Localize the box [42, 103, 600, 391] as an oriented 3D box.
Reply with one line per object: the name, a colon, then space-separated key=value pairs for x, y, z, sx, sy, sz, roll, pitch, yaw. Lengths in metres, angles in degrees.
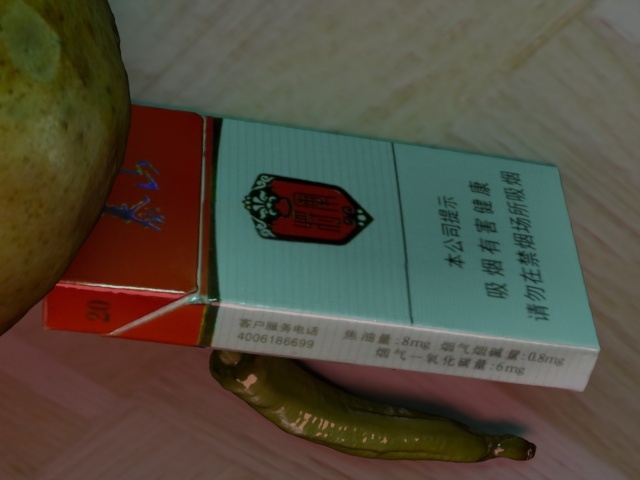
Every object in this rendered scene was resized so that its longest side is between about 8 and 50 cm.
box: x=0.000 y=0.000 z=0.766 sx=0.245 sy=0.139 sz=0.035 roll=9 pitch=130 yaw=-9

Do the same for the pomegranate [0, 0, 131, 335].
pomegranate: x=-0.198 y=-0.066 z=0.639 sx=0.260 sy=0.260 sz=0.260 roll=-1 pitch=129 yaw=-2

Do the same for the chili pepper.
chili pepper: x=0.020 y=0.096 z=0.910 sx=0.208 sy=0.043 sz=0.049 roll=22 pitch=100 yaw=-25
